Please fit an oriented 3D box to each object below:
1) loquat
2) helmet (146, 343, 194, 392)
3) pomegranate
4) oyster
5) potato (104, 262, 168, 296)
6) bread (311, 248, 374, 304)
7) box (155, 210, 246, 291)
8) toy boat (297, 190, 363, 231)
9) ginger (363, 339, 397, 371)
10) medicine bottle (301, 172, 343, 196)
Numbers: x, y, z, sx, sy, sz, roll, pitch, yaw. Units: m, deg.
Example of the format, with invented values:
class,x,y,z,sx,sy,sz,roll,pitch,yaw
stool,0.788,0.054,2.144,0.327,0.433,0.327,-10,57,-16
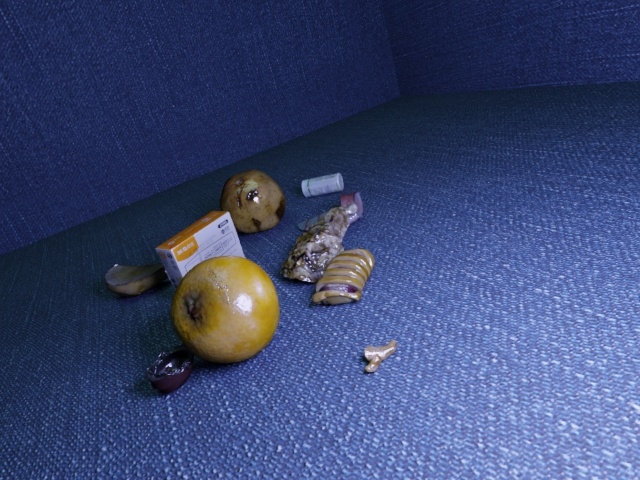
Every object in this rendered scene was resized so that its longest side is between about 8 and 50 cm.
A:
class,x,y,z,sx,sy,sz,roll,pitch,yaw
loquat,-0.227,0.166,1.021,0.262,0.263,0.263,-15,24,7
helmet,-0.355,0.317,1.014,0.098,0.071,0.123,5,25,30
pomegranate,-0.284,-0.161,1.761,0.281,0.281,0.281,-15,24,7
oyster,-0.026,0.005,1.406,0.204,0.111,0.396,-6,33,35
potato,-0.683,0.156,1.549,0.243,0.098,0.138,-3,31,16
bread,0.066,0.100,1.173,0.134,0.081,0.225,-4,27,26
box,-0.396,0.053,1.425,0.091,0.221,0.274,6,35,35
toy boat,0.025,-0.086,1.614,0.282,0.096,0.206,-18,34,22
ginger,0.121,0.243,0.896,0.097,0.030,0.048,-35,57,-29
medicine bottle,0.011,-0.260,1.969,0.183,0.086,0.086,-8,26,21
